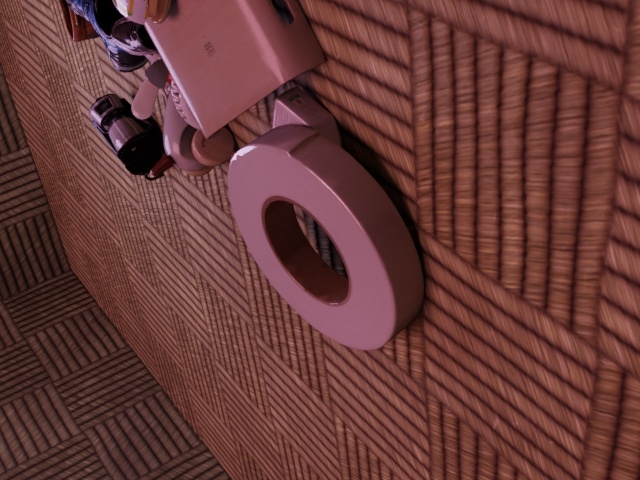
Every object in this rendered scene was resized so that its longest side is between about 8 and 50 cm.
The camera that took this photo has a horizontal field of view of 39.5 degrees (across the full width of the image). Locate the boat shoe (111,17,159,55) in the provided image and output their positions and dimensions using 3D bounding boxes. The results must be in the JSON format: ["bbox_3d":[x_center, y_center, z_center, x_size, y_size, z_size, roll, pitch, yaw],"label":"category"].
[{"bbox_3d":[-0.314,-0.382,1.662,0.229,0.076,0.080,21,94,27],"label":"boat shoe"}]

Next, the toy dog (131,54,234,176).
[{"bbox_3d":[-0.313,-0.258,1.785,0.333,0.161,0.220,56,155,19],"label":"toy dog"}]

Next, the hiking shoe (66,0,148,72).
[{"bbox_3d":[-0.460,-0.509,1.896,0.304,0.113,0.132,52,162,11],"label":"hiking shoe"}]

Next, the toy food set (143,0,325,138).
[{"bbox_3d":[-0.142,-0.312,1.408,0.306,0.092,0.219,-25,94,50],"label":"toy food set"}]

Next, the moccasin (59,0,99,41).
[{"bbox_3d":[-0.604,-0.632,2.031,0.139,0.147,0.379,-12,103,66],"label":"moccasin"}]

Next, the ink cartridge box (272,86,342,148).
[{"bbox_3d":[0.013,-0.111,1.412,0.225,0.056,0.181,41,149,19],"label":"ink cartridge box"}]

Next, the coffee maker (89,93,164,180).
[{"bbox_3d":[-0.476,-0.250,2.184,0.178,0.120,0.171,50,154,30],"label":"coffee maker"}]

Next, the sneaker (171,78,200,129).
[{"bbox_3d":[-0.195,-0.295,1.587,0.118,0.110,0.292,42,150,24],"label":"sneaker"}]

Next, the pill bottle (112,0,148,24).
[{"bbox_3d":[-0.286,-0.493,1.522,0.136,0.136,0.245,59,156,13],"label":"pill bottle"}]

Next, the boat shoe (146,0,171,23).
[{"bbox_3d":[-0.262,-0.415,1.382,0.056,0.048,0.152,10,100,50],"label":"boat shoe"}]

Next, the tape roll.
[{"bbox_3d":[0.000,0.000,1.425,0.392,0.072,0.392,38,150,28],"label":"tape roll"}]
